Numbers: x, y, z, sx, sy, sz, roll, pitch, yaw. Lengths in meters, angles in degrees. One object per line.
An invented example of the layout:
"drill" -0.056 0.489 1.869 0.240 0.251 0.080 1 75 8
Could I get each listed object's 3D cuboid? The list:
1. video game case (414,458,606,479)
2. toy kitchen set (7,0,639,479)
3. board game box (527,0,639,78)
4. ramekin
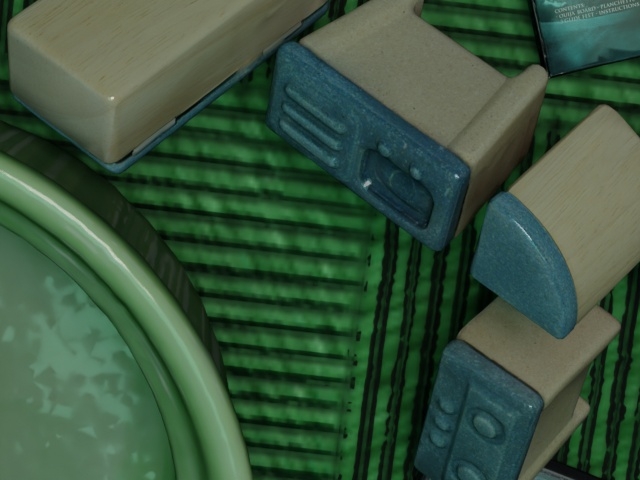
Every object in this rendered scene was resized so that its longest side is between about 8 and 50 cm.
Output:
"video game case" 0.140 0.211 0.795 0.274 0.026 0.196 21 102 -5
"toy kitchen set" 0.000 0.000 0.702 0.207 0.122 0.166 37 146 20
"board game box" 0.162 -0.143 0.715 0.186 0.026 0.126 -12 102 3
"ramekin" -0.171 0.090 0.704 0.303 0.148 0.303 0 102 0
